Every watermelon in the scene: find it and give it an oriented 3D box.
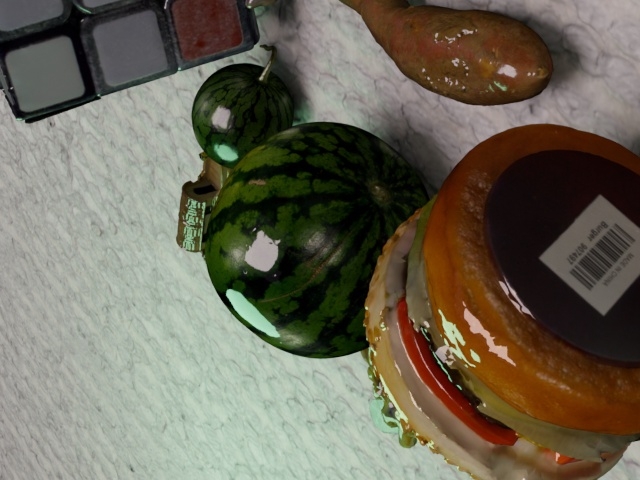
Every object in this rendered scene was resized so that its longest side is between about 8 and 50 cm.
[{"bbox_3d":[0.000,0.000,1.586,0.285,0.285,0.285,31,130,47],"label":"watermelon"},{"bbox_3d":[-0.101,-0.185,1.790,0.141,0.140,0.187,54,138,27],"label":"watermelon"}]

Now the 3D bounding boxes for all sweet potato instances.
[{"bbox_3d":[0.126,-0.223,1.459,0.385,0.109,0.109,34,132,50],"label":"sweet potato"}]

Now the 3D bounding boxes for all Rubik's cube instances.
[{"bbox_3d":[-0.318,-0.415,1.728,0.359,0.363,0.362,46,153,55],"label":"Rubik's cube"}]

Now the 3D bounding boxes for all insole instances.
[{"bbox_3d":[0.124,0.244,1.778,0.193,0.006,0.065,-5,101,58],"label":"insole"}]

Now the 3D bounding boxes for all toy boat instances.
[{"bbox_3d":[-0.175,-0.057,2.015,0.068,0.088,0.226,47,141,36],"label":"toy boat"}]

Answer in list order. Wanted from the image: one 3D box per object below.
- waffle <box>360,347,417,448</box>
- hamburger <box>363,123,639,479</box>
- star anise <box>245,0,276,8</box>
[{"bbox_3d":[0.116,0.158,1.698,0.204,0.054,0.223,-31,76,57],"label":"waffle"},{"bbox_3d":[0.214,0.070,1.262,0.330,0.330,0.250,58,145,21],"label":"hamburger"},{"bbox_3d":[-0.009,-0.388,1.573,0.257,0.110,0.198,-30,61,45],"label":"star anise"}]
